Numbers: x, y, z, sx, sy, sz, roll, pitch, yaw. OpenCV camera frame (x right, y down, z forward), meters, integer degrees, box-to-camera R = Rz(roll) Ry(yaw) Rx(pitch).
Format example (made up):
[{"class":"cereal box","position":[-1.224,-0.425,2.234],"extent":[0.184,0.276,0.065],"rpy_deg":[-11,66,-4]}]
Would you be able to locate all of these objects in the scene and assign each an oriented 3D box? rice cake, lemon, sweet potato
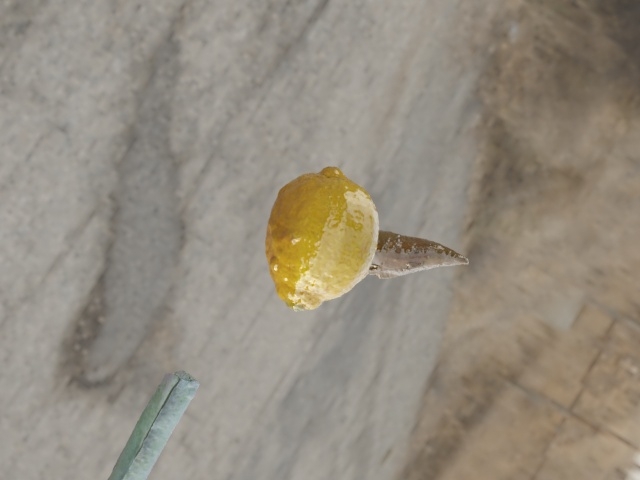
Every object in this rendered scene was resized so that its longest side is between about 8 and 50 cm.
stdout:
[{"class":"rice cake","position":[-0.198,0.238,1.653],"extent":[0.211,0.034,0.043],"rpy_deg":[-61,-152,5]},{"class":"lemon","position":[0.000,0.000,1.848],"extent":[0.142,0.142,0.187],"rpy_deg":[63,44,-80]},{"class":"sweet potato","position":[0.106,0.020,2.083],"extent":[0.060,0.205,0.068],"rpy_deg":[167,-75,-84]}]
